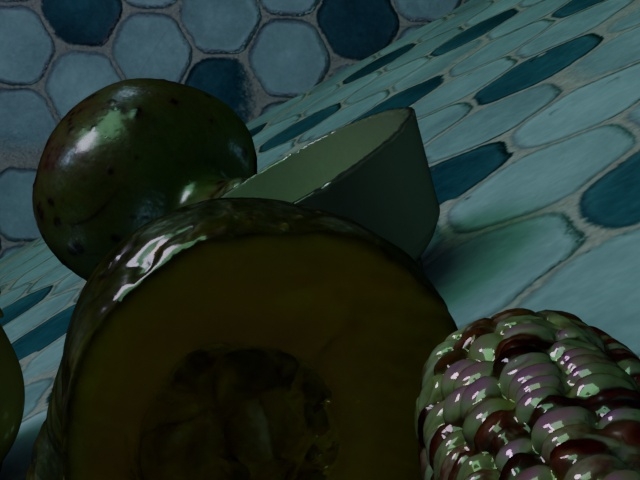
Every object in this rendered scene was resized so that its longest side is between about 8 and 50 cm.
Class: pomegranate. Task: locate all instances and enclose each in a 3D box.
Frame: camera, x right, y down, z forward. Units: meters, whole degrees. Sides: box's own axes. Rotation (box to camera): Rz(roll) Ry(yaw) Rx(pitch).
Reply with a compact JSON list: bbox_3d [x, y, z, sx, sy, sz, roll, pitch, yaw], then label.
[{"bbox_3d":[-0.142,-0.056,1.222,0.306,0.242,0.242,0,25,26],"label":"pomegranate"}]

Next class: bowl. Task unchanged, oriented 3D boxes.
[{"bbox_3d":[0.000,0.000,0.864,0.211,0.112,0.211,-28,11,6],"label":"bowl"}]

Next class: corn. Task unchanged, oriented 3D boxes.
[{"bbox_3d":[0.088,0.095,0.351,0.092,0.092,0.280,-29,16,3],"label":"corn"}]

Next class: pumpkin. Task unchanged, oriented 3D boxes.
[{"bbox_3d":[-0.039,0.120,0.537,0.139,0.190,0.280,-159,86,-74],"label":"pumpkin"}]

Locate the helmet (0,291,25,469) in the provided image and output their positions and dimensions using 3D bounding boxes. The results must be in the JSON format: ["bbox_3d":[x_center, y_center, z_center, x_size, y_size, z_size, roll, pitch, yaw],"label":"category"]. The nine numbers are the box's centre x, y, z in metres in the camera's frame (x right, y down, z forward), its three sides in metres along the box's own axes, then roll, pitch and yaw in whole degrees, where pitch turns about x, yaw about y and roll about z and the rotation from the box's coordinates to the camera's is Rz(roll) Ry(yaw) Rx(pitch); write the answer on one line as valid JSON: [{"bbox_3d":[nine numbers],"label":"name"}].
[{"bbox_3d":[-0.307,0.143,0.918,0.205,0.140,0.257,-33,6,-11],"label":"helmet"}]
